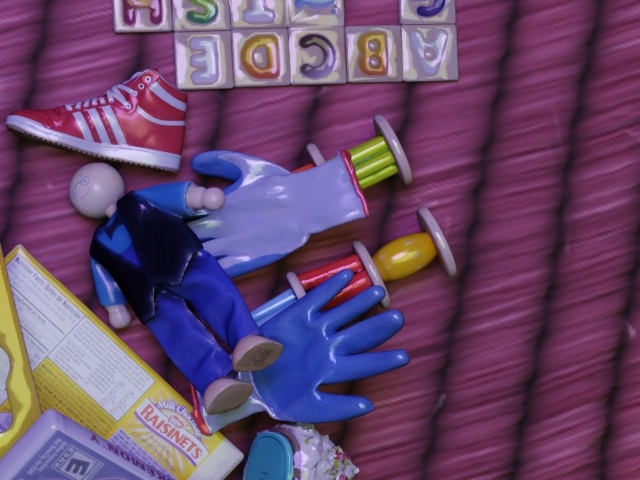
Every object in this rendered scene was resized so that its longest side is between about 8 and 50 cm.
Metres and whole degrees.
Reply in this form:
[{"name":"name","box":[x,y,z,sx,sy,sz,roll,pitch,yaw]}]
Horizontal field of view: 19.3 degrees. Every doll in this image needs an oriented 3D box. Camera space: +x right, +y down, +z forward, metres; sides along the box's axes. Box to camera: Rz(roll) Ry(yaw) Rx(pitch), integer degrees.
[{"name":"doll","box":[-0.098,0.017,1.209,0.189,0.046,0.129,48,119,25]}]

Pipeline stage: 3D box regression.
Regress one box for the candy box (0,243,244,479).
[{"name":"candy box","box":[-0.160,0.110,1.238,0.206,0.027,0.105,44,82,-6]}]

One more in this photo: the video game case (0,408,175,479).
[{"name":"video game case","box":[-0.160,0.218,1.170,0.183,0.023,0.201,35,105,-31]}]

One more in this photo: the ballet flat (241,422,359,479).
[{"name":"ballet flat","box":[-0.028,0.238,1.236,0.077,0.091,0.241,17,90,-42]}]

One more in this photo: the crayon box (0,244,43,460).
[{"name":"crayon box","box":[-0.334,0.105,1.162,0.318,0.081,0.202,-13,96,-5]}]

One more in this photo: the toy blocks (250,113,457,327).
[{"name":"toy blocks","box":[0.000,0.000,1.256,0.148,0.054,0.123,-26,90,-4]}]

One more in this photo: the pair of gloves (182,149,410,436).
[{"name":"pair of gloves","box":[-0.031,0.028,1.222,0.159,0.023,0.198,-19,80,17]}]

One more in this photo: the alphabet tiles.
[{"name":"alphabet tiles","box":[-0.025,-0.204,1.281,0.237,0.009,0.198,-3,89,-11]}]

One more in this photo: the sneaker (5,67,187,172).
[{"name":"sneaker","box":[-0.144,-0.088,1.239,0.118,0.042,0.067,12,90,-17]}]
